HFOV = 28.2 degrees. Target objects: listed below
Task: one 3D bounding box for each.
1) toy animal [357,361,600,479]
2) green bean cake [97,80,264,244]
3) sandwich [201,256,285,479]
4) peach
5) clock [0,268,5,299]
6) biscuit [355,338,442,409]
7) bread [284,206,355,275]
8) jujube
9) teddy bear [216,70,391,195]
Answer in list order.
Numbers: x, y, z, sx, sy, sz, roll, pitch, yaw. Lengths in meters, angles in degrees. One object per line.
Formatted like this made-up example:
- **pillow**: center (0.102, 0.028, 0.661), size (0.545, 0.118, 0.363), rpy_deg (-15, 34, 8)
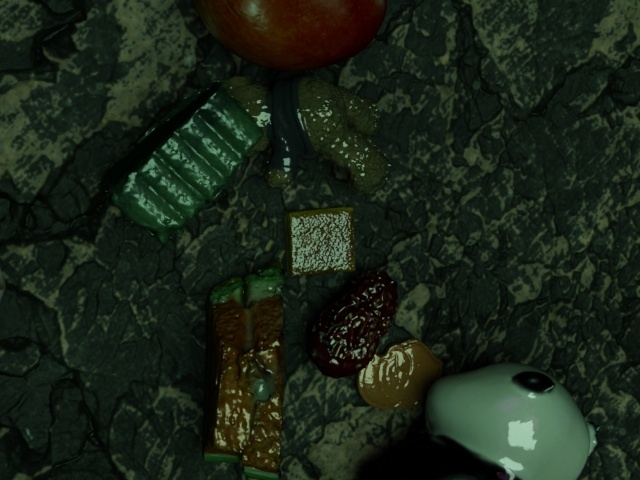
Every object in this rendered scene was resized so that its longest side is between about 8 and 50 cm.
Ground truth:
- **toy animal**: center (0.232, 0.315, 1.773), size (0.251, 0.251, 0.310), rpy_deg (43, 90, -17)
- **green bean cake**: center (-0.174, -0.105, 1.604), size (0.107, 0.193, 0.208), rpy_deg (43, 89, -16)
- **sandwich**: center (-0.102, 0.190, 1.677), size (0.109, 0.212, 0.292), rpy_deg (2, 111, -2)
- **peach**: center (-0.027, -0.327, 1.585), size (0.245, 0.275, 0.248), rpy_deg (39, 91, -14)
- **clock**: center (-0.531, 0.022, 1.429), size (0.251, 0.377, 0.368), rpy_deg (-32, 105, -6)
- **biscuit**: center (0.114, 0.194, 1.827), size (0.131, 0.019, 0.102), rpy_deg (-7, 100, -17)
- **bread**: center (0.000, 0.000, 1.759), size (0.095, 0.035, 0.090), rpy_deg (-5, 98, -16)
- **jujube**: center (0.049, 0.117, 1.760), size (0.166, 0.104, 0.104), rpy_deg (-46, 107, -17)
- **teddy bear**: center (-0.020, -0.161, 1.683), size (0.251, 0.129, 0.181), rpy_deg (6, 59, -13)
